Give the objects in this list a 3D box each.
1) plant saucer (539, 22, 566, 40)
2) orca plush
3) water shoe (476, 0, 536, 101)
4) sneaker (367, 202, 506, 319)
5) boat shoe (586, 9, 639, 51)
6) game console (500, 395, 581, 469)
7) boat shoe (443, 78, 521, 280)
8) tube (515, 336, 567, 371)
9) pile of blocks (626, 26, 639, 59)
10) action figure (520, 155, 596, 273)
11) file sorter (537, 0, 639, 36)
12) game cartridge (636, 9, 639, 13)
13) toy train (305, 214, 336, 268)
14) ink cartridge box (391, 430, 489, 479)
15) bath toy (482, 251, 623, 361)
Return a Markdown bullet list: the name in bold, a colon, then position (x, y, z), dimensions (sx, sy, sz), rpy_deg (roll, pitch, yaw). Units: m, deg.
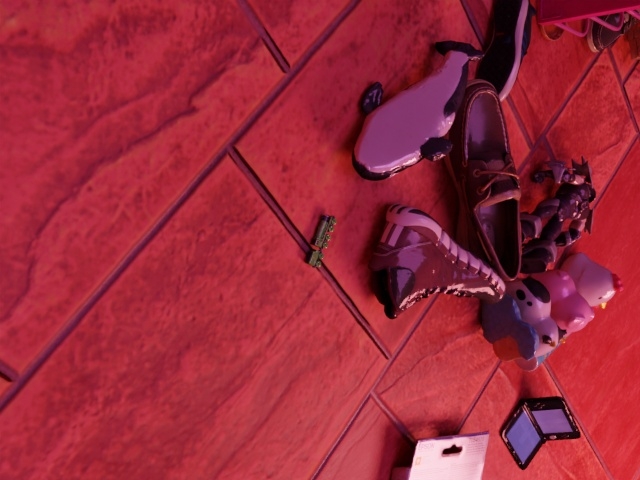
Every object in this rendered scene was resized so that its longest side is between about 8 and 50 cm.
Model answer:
- **plant saucer**: position (0.428, -0.412, 1.446), dimensions (0.084, 0.013, 0.083), rpy_deg (-10, 106, -41)
- **orca plush**: position (0.136, -0.189, 1.203), dimensions (0.151, 0.102, 0.287), rpy_deg (23, 66, 2)
- **water shoe**: position (0.328, -0.321, 1.334), dimensions (0.080, 0.073, 0.203), rpy_deg (15, 89, -47)
- **sneaker**: position (0.174, 0.072, 1.267), dimensions (0.281, 0.106, 0.162), rpy_deg (36, 80, -30)
- **boat shoe**: position (0.605, -0.459, 1.554), dimensions (0.223, 0.073, 0.080), rpy_deg (-49, 126, -25)
- **game console**: position (0.448, 0.391, 1.579), dimensions (0.144, 0.124, 0.085), rpy_deg (56, 35, -34)
- **boat shoe**: position (0.285, -0.093, 1.290), dimensions (0.123, 0.123, 0.341), rpy_deg (-13, 111, -21)
- **tube**: position (0.464, 0.194, 1.581), dimensions (0.207, 0.052, 0.080), rpy_deg (-29, 128, -41)
- **pile of blocks**: position (0.802, -0.403, 1.680), dimensions (0.362, 0.149, 0.112), rpy_deg (-8, 91, -41)
- **action figure**: position (0.440, -0.051, 1.478), dimensions (0.285, 0.099, 0.185), rpy_deg (-34, 112, -37)
- **file sorter**: position (0.553, -0.479, 1.348), dimensions (0.182, 0.291, 0.202), rpy_deg (1, 91, -46)
- **game cartridge**: position (0.737, -0.553, 1.568), dimensions (0.230, 0.068, 0.355), rpy_deg (36, 62, 0)
- **toy train**: position (0.000, 0.000, 1.140), dimensions (0.024, 0.017, 0.083), rpy_deg (24, 82, -31)
- **ink cartridge box**: position (0.208, 0.450, 1.396), dimensions (0.223, 0.045, 0.223), rpy_deg (9, 91, -43)
- **bath toy**: position (0.460, 0.126, 1.505), dimensions (0.348, 0.129, 0.151), rpy_deg (-20, 111, -39)
